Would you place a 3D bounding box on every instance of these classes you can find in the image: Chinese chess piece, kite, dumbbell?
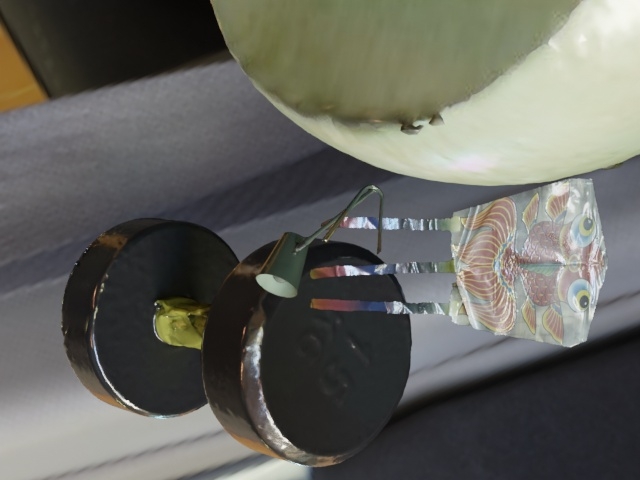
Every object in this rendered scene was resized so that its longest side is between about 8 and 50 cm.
[{"bbox_3d":[0.083,-0.198,0.554,0.349,0.146,0.349,-7,81,53],"label":"Chinese chess piece"},{"bbox_3d":[0.102,0.013,0.907,0.016,0.229,0.127,-162,75,-74],"label":"kite"},{"bbox_3d":[-0.087,0.089,1.203,0.322,0.204,0.203,7,126,49],"label":"dumbbell"}]

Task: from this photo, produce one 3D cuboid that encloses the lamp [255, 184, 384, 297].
[{"bbox_3d":[0.000,0.000,0.863,0.041,0.054,0.121,32,153,-20],"label":"lamp"}]
